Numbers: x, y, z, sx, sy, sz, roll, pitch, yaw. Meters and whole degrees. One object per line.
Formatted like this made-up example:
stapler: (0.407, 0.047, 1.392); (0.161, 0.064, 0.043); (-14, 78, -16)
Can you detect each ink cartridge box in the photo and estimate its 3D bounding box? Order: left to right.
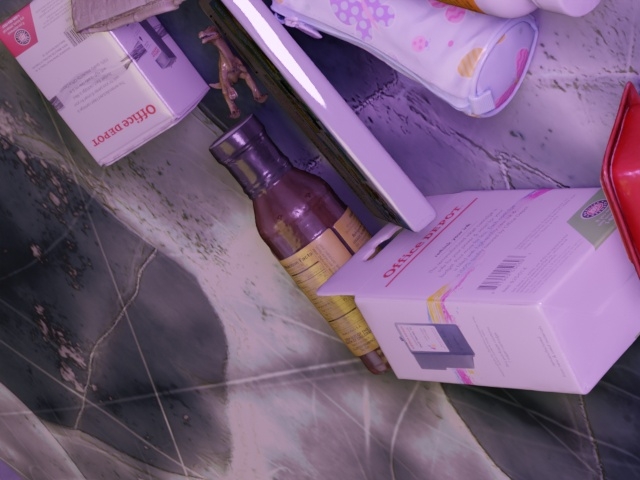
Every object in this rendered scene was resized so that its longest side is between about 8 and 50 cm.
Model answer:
ink cartridge box: (-0.264, -0.219, 2.314); (0.158, 0.092, 0.218); (-27, 104, 40)
ink cartridge box: (0.185, 0.048, 2.007); (0.353, 0.207, 0.119); (1, 126, 51)

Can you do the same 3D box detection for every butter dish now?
butter dish: (0.340, -0.056, 1.784); (0.118, 0.160, 0.160); (-9, 124, 27)

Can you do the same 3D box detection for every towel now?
towel: (-0.202, -0.340, 2.091); (0.282, 0.049, 0.187); (-7, 84, 56)

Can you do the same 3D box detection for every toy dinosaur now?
toy dinosaur: (-0.102, -0.195, 2.219); (0.183, 0.053, 0.092); (82, 164, -72)

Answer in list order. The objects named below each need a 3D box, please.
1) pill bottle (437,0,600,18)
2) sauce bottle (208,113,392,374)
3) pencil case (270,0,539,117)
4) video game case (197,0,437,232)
pill bottle: (0.143, -0.280, 1.739); (0.246, 0.136, 0.136); (21, 141, 35)
sauce bottle: (0.000, 0.000, 2.275); (0.344, 0.111, 0.111); (53, 149, -9)
pencil case: (0.081, -0.224, 1.895); (0.273, 0.124, 0.113); (29, 145, 25)
video game case: (-0.010, -0.150, 2.049); (0.329, 0.036, 0.300); (50, 178, -7)
